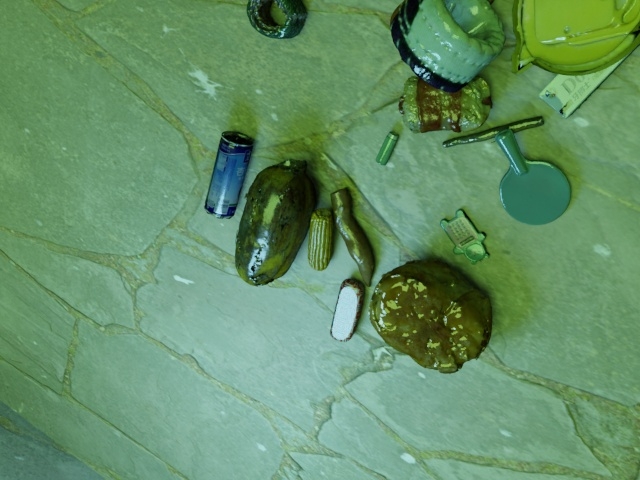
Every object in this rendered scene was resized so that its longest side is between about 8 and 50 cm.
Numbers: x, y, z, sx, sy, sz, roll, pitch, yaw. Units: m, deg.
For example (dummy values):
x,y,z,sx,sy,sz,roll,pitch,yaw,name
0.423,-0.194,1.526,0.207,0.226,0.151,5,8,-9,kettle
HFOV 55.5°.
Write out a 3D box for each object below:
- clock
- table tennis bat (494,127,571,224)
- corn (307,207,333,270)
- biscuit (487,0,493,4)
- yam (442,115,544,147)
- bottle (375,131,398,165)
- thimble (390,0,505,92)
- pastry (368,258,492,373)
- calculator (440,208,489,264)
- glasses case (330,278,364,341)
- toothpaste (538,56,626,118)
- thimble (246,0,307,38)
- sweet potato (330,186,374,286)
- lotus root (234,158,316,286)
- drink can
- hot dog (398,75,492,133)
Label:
x,y,z,sx,sy,sz,roll,pitch,yaw,name
0.511,-0.463,1.188,0.293,0.071,0.277,10,101,46,clock
0.465,-0.142,1.376,0.153,0.040,0.244,-25,104,31,table tennis bat
0.000,0.000,1.648,0.068,0.068,0.207,21,132,20,corn
0.274,-0.580,1.332,0.236,0.039,0.180,14,115,25,biscuit
0.392,-0.244,1.396,0.234,0.027,0.029,-11,133,31,yam
0.166,-0.230,1.517,0.030,0.030,0.083,31,119,15,bottle
0.269,-0.432,1.263,0.237,0.237,0.150,55,136,0,thimble
0.277,0.179,1.531,0.311,0.162,0.255,38,111,-1,pastry
0.359,-0.006,1.504,0.094,0.019,0.141,-35,90,30,calculator
0.078,0.197,1.708,0.073,0.049,0.195,21,117,18,glasses case
0.589,-0.395,1.214,0.081,0.067,0.336,45,122,10,toothpaste
-0.110,-0.563,1.507,0.135,0.090,0.118,40,124,7,thimble
0.091,0.000,1.624,0.067,0.059,0.281,-16,98,40,sweet potato
-0.124,-0.045,1.645,0.179,0.196,0.398,25,115,12,lotus root
-0.261,-0.184,1.723,0.097,0.097,0.235,27,119,17,drink can
0.284,-0.311,1.390,0.213,0.103,0.146,8,90,14,hot dog
